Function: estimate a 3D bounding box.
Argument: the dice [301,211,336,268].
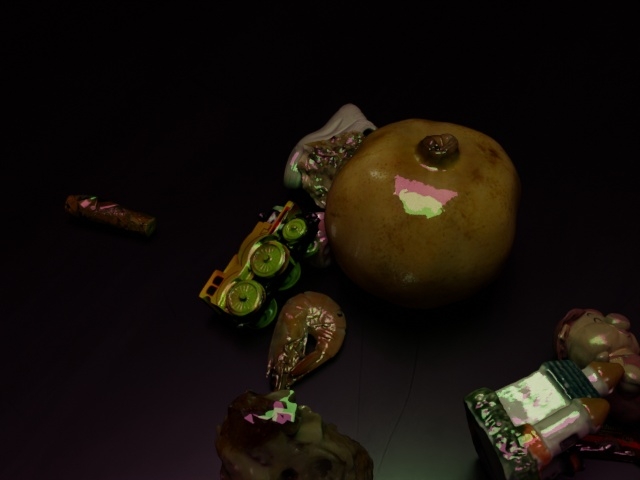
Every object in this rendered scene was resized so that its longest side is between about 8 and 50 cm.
[{"bbox_3d":[0.000,0.000,2.012,0.091,0.094,0.093,31,56,33],"label":"dice"}]

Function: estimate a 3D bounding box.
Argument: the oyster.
[{"bbox_3d":[0.062,-0.147,2.088,0.223,0.083,0.214,-7,84,-9],"label":"oyster"}]

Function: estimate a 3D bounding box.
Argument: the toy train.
[{"bbox_3d":[-0.120,0.048,1.903,0.161,0.100,0.296,24,72,34],"label":"toy train"}]

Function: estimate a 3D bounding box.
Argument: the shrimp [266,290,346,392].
[{"bbox_3d":[-0.036,0.214,1.838,0.145,0.061,0.267,20,48,9],"label":"shrimp"}]

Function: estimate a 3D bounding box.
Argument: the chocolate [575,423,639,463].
[{"bbox_3d":[0.524,0.368,1.676,0.183,0.028,0.086,7,45,12],"label":"chocolate"}]

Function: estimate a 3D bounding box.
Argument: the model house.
[{"bbox_3d":[0.407,0.315,1.526,0.301,0.271,0.190,-30,52,-5],"label":"model house"}]

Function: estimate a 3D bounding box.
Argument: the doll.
[{"bbox_3d":[0.542,0.220,1.704,0.152,0.196,0.256,-44,39,3],"label":"doll"}]

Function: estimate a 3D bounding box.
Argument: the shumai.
[{"bbox_3d":[-0.060,0.404,1.504,0.346,0.283,0.217,-23,48,-20],"label":"shumai"}]

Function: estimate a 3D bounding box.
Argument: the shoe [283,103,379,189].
[{"bbox_3d":[0.050,-0.204,2.190,0.159,0.124,0.316,28,54,18],"label":"shoe"}]

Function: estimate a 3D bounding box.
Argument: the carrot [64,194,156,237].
[{"bbox_3d":[-0.488,-0.057,2.116,0.229,0.069,0.069,15,49,15],"label":"carrot"}]

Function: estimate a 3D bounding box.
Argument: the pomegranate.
[{"bbox_3d":[0.215,-0.069,1.864,0.417,0.416,0.416,-2,47,2],"label":"pomegranate"}]
